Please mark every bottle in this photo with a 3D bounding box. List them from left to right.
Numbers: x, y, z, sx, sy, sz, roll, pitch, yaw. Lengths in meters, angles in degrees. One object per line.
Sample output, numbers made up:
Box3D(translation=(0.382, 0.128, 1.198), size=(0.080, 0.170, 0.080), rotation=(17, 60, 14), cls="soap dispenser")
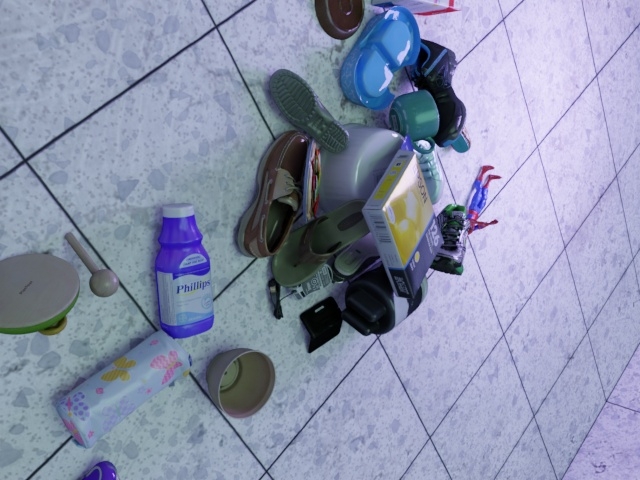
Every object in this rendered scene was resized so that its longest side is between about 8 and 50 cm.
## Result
Box3D(translation=(-0.294, 0.063, 1.387), size=(0.118, 0.092, 0.282), rotation=(-14, 108, -45), cls="bottle")

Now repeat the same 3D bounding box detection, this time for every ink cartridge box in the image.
Box3D(translation=(0.232, -0.064, 1.642), size=(0.307, 0.072, 0.303), rotation=(-55, 135, -34), cls="ink cartridge box")
Box3D(translation=(0.264, -0.658, 1.726), size=(0.231, 0.134, 0.077), rotation=(-8, 103, -42), cls="ink cartridge box")

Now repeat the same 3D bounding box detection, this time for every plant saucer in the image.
Box3D(translation=(0.057, -0.592, 1.622), size=(0.169, 0.029, 0.168), rotation=(-9, 104, -42), cls="plant saucer")

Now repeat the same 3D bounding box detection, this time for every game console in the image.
Box3D(translation=(0.000, 0.228, 1.747), size=(0.122, 0.071, 0.107), rotation=(-29, 87, -36), cls="game console")

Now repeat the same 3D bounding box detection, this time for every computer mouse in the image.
Box3D(translation=(-0.052, 0.118, 1.660), size=(0.193, 0.042, 0.106), rotation=(-25, 110, -31), cls="computer mouse")

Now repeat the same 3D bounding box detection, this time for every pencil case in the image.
Box3D(translation=(-0.400, 0.302, 1.327), size=(0.273, 0.114, 0.124), rotation=(-35, 140, -33), cls="pencil case")

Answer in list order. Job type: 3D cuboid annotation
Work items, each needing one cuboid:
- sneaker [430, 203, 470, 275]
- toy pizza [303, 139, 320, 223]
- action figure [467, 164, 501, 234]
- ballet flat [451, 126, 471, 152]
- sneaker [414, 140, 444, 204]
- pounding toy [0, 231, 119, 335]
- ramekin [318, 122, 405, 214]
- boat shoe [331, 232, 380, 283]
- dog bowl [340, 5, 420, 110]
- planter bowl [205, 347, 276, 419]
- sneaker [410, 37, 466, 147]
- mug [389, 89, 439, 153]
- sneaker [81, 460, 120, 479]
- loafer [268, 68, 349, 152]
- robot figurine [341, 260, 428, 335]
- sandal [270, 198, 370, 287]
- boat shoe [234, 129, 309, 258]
Box3D(translation=(0.360, -0.011, 1.857), size=(0.343, 0.134, 0.146), rotation=(-68, 173, -64), cls="sneaker")
Box3D(translation=(-0.017, -0.140, 1.557), size=(0.201, 0.032, 0.201), rotation=(5, 90, -88), cls="toy pizza")
Box3D(translation=(0.533, -0.105, 2.092), size=(0.091, 0.139, 0.280), rotation=(39, 74, -39), cls="action figure")
Box3D(translation=(0.392, -0.364, 1.961), size=(0.232, 0.080, 0.073), rotation=(54, 35, -38), cls="ballet flat")
Box3D(translation=(0.274, -0.223, 1.850), size=(0.151, 0.094, 0.255), rotation=(-12, 97, -47), cls="sneaker")
Box3D(translation=(-0.505, 0.111, 1.177), size=(0.237, 0.183, 0.110), rotation=(-32, 144, -38), cls="pounding toy")
Box3D(translation=(0.128, -0.169, 1.701), size=(0.277, 0.135, 0.277), rotation=(-10, 105, -41), cls="ramekin")
Box3D(translation=(0.107, 0.045, 1.781), size=(0.233, 0.084, 0.079), rotation=(-33, 157, -41), cls="boat shoe")
Box3D(translation=(0.155, -0.479, 1.705), size=(0.166, 0.074, 0.297), rotation=(43, 70, -39), cls="dog bowl")
Box3D(translation=(-0.200, 0.322, 1.515), size=(0.162, 0.109, 0.162), rotation=(-11, 106, -41), cls="planter bowl")
Box3D(translation=(0.306, -0.409, 1.785), size=(0.140, 0.125, 0.340), rotation=(17, 55, -35), cls="sneaker")
Box3D(translation=(0.245, -0.316, 1.708), size=(0.098, 0.157, 0.129), rotation=(-15, 145, -13), cls="mug")
Box3D(translation=(-0.520, 0.568, 1.276), size=(0.146, 0.102, 0.293), rotation=(42, 71, -39), cls="sneaker")
Box3D(translation=(-0.035, -0.312, 1.569), size=(0.094, 0.087, 0.251), rotation=(-42, 117, 3), cls="loafer")
Box3D(translation=(0.176, 0.148, 1.777), size=(0.278, 0.209, 0.173), rotation=(-32, 99, -43), cls="robot figurine")
Box3D(translation=(0.000, -0.002, 1.569), size=(0.303, 0.086, 0.120), rotation=(-38, 87, 8), cls="sandal")
Box3D(translation=(-0.088, -0.104, 1.526), size=(0.123, 0.116, 0.324), rotation=(24, 82, -43), cls="boat shoe")
